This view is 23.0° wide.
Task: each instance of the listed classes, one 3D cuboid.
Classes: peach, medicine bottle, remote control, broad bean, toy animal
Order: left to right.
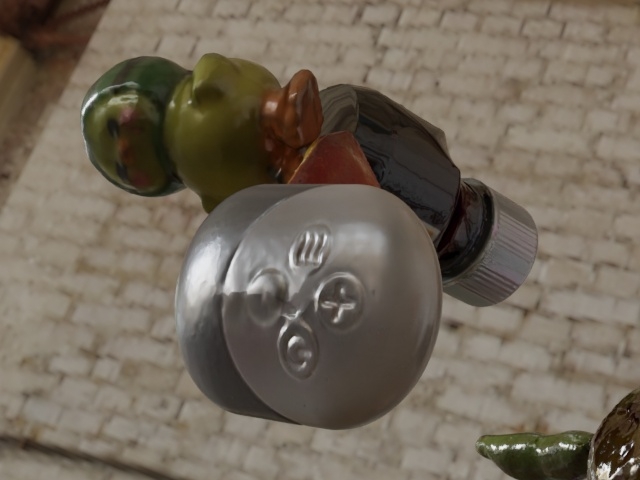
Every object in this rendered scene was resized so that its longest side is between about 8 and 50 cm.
[{"bbox_3d":[-0.145,-0.147,2.043,0.338,0.191,0.216,5,-61,20],"label":"toy animal"},{"bbox_3d":[-0.019,0.057,1.443,0.103,0.221,0.332,14,-8,-42],"label":"remote control"},{"bbox_3d":[0.004,0.005,1.832,0.154,0.267,0.159,33,-7,1],"label":"peach"},{"bbox_3d":[0.129,-0.041,2.212,0.395,0.242,0.242,30,-27,-31],"label":"medicine bottle"},{"bbox_3d":[0.321,0.310,2.247,0.339,0.061,0.077,-15,-76,58],"label":"broad bean"}]

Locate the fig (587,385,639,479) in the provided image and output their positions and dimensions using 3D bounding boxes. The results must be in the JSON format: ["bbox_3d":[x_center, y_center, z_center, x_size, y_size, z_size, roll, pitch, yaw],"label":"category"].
[{"bbox_3d":[0.375,0.151,1.271,0.217,0.321,0.217,42,8,-7],"label":"fig"}]
